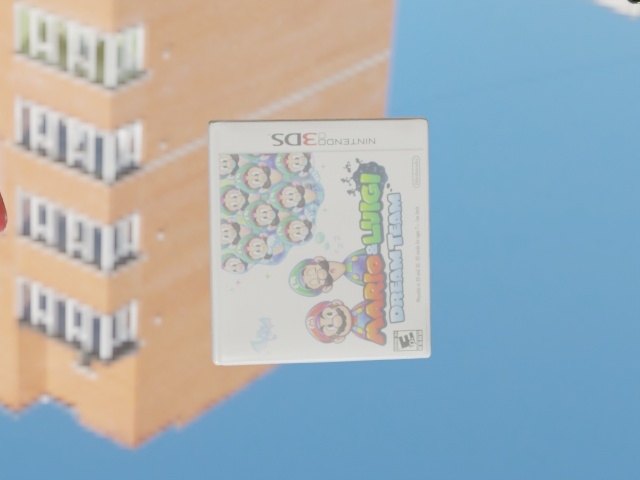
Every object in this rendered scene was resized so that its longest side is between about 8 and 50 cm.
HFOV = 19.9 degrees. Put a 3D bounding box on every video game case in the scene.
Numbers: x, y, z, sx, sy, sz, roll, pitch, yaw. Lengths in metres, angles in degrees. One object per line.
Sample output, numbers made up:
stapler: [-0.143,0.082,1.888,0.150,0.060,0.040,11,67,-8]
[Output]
video game case: [0.000,0.000,1.176,0.143,0.157,0.019,-1,-176,-10]

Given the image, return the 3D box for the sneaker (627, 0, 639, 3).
sneaker: [0.269,-0.213,1.396,0.134,0.343,0.146,-14,-135,37]

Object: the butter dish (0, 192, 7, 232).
butter dish: [-0.389,-0.057,1.655,0.160,0.160,0.118,-28,-149,-19]
